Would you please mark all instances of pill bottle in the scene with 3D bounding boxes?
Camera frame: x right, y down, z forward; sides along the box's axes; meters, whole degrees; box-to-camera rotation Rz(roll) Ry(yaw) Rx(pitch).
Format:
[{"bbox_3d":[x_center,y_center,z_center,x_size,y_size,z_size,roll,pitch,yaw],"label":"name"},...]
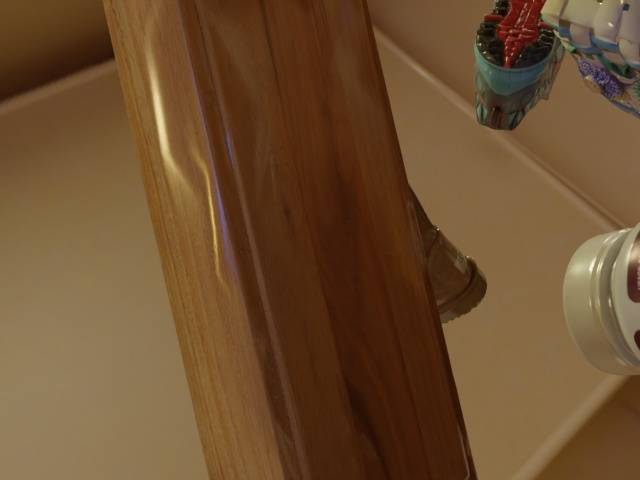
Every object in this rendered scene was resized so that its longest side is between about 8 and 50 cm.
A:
[{"bbox_3d":[0.493,0.057,1.205,0.224,0.224,0.392,-36,12,-33],"label":"pill bottle"}]

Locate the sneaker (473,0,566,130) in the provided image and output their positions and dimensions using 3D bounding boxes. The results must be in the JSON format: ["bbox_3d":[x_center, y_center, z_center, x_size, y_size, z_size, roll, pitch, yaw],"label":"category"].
[{"bbox_3d":[0.225,-0.213,1.166,0.262,0.104,0.125,-50,-27,-46],"label":"sneaker"}]

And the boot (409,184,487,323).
[{"bbox_3d":[0.000,0.000,0.991,0.236,0.269,0.089,-33,31,18],"label":"boot"}]

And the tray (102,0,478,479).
[{"bbox_3d":[-0.011,0.004,0.712,0.076,0.410,0.203,-13,-2,39],"label":"tray"}]

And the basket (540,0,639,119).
[{"bbox_3d":[0.377,-0.208,1.036,0.289,0.255,0.201,13,-74,-38],"label":"basket"}]
